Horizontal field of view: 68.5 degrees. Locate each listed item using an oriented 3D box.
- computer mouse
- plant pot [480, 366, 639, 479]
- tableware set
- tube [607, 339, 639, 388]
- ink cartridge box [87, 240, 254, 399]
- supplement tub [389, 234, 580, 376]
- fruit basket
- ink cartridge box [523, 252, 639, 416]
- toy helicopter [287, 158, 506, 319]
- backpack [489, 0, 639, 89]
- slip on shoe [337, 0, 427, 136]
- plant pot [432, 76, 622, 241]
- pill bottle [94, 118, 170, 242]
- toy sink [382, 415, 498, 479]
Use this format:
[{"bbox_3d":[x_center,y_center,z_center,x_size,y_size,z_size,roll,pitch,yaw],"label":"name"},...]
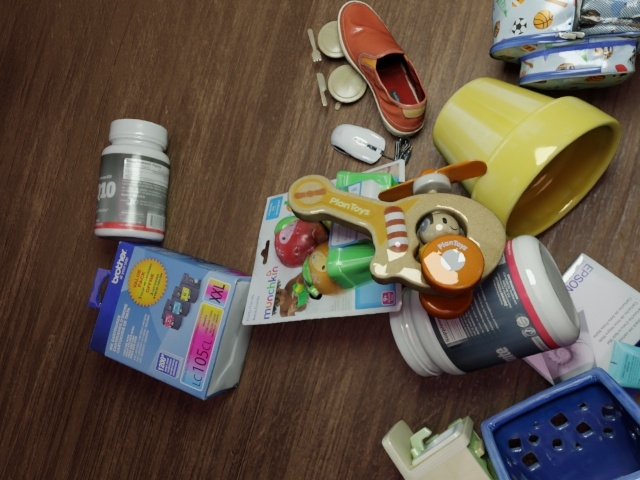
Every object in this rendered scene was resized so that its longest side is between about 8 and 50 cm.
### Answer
[{"bbox_3d":[0.101,-0.205,1.032,0.193,0.042,0.106,26,93,21],"label":"computer mouse"},{"bbox_3d":[0.422,0.380,0.727,0.236,0.236,0.212,-32,100,13],"label":"plant pot"},{"bbox_3d":[0.050,-0.404,1.077,0.128,0.039,0.194,-12,85,3],"label":"tableware set"},{"bbox_3d":[0.593,0.225,0.778,0.207,0.052,0.080,9,92,13],"label":"tube"},{"bbox_3d":[-0.357,0.164,1.099,0.395,0.151,0.270,14,88,23],"label":"ink cartridge box"},{"bbox_3d":[0.280,0.123,0.825,0.272,0.191,0.191,-27,74,31],"label":"supplement tub"},{"bbox_3d":[0.000,0.000,0.950,0.353,0.165,0.327,-7,58,26],"label":"fruit basket"},{"bbox_3d":[0.488,0.176,0.840,0.224,0.045,0.223,41,98,20],"label":"ink cartridge box"},{"bbox_3d":[0.115,-0.043,0.755,0.355,0.140,0.235,20,68,19],"label":"toy helicopter"},{"bbox_3d":[0.438,-0.373,0.832,0.263,0.276,0.213,13,101,24],"label":"backpack"},{"bbox_3d":[0.134,-0.380,0.992,0.123,0.101,0.331,-19,75,-13],"label":"slip on shoe"},{"bbox_3d":[0.342,-0.164,0.847,0.254,0.254,0.239,-44,55,10],"label":"plant pot"},{"bbox_3d":[-0.461,-0.142,1.166,0.161,0.161,0.283,0,83,20],"label":"pill bottle"},{"bbox_3d":[0.243,0.410,0.844,0.131,0.153,0.234,-40,71,11],"label":"toy sink"}]
